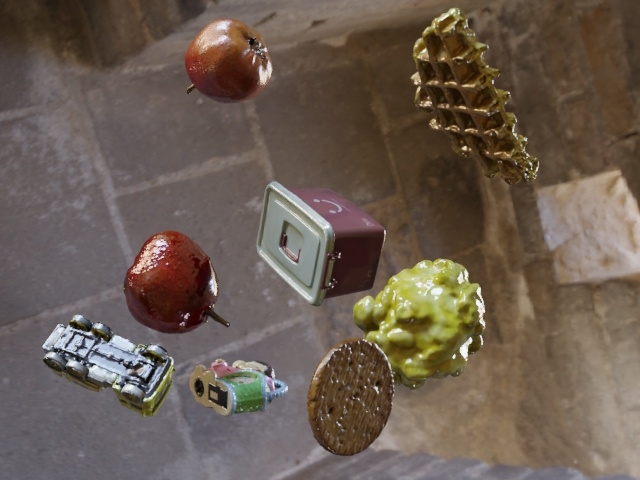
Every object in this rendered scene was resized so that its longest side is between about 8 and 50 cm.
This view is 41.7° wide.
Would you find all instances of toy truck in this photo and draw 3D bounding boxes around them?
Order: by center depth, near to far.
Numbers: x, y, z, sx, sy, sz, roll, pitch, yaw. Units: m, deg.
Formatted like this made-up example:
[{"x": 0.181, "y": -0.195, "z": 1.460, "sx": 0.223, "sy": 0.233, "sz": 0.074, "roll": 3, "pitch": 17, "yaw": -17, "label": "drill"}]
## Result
[{"x": -0.443, "y": 0.272, "z": 1.767, "sx": 0.272, "sy": 0.157, "sz": 0.124, "roll": 20, "pitch": 56, "yaw": 11, "label": "toy truck"}]

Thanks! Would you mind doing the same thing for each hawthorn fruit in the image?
[{"x": -0.317, "y": 0.120, "z": 1.883, "sx": 0.266, "sy": 0.230, "sz": 0.210, "roll": 41, "pitch": 44, "yaw": 7, "label": "hawthorn fruit"}, {"x": -0.223, "y": -0.388, "z": 1.899, "sx": 0.196, "sy": 0.225, "sz": 0.196, "roll": 33, "pitch": 45, "yaw": -41, "label": "hawthorn fruit"}]

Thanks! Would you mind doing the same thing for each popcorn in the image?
[{"x": 0.193, "y": 0.172, "z": 1.644, "sx": 0.250, "sy": 0.235, "sz": 0.241, "roll": -23, "pitch": 113, "yaw": -13, "label": "popcorn"}]

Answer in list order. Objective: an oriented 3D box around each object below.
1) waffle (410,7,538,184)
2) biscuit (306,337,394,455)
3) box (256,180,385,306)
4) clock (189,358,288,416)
[{"x": 0.167, "y": -0.141, "z": 0.882, "sx": 0.046, "sy": 0.160, "sz": 0.192, "roll": -41, "pitch": 83, "yaw": -21, "label": "waffle"}, {"x": 0.049, "y": 0.247, "z": 1.331, "sx": 0.188, "sy": 0.027, "sz": 0.187, "roll": -2, "pitch": 93, "yaw": -44, "label": "biscuit"}, {"x": 0.000, "y": 0.000, "z": 1.836, "sx": 0.168, "sy": 0.294, "sz": 0.193, "roll": -3, "pitch": 118, "yaw": -33, "label": "box"}, {"x": -0.181, "y": 0.343, "z": 1.981, "sx": 0.195, "sy": 0.194, "sz": 0.100, "roll": -5, "pitch": 104, "yaw": -42, "label": "clock"}]
